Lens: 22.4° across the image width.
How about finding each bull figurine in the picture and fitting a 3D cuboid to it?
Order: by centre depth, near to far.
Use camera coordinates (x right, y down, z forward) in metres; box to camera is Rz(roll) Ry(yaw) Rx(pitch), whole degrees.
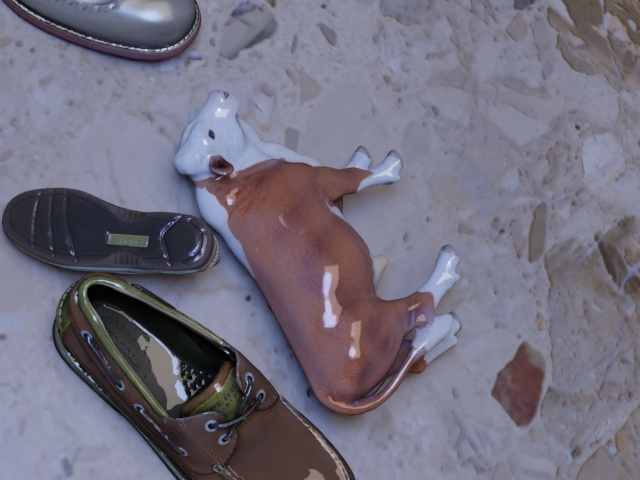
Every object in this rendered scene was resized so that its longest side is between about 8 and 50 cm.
[{"bbox_3d":[0.000,0.000,1.421,0.188,0.101,0.310,-22,80,-23],"label":"bull figurine"}]

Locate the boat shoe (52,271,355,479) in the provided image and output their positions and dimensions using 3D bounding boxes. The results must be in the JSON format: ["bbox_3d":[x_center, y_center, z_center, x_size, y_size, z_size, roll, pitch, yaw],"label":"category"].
[{"bbox_3d":[-0.095,0.142,1.346,0.307,0.104,0.110,35,67,-3],"label":"boat shoe"}]

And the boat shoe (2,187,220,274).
[{"bbox_3d":[-0.178,0.003,1.390,0.190,0.072,0.068,13,79,12],"label":"boat shoe"}]

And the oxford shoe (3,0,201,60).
[{"bbox_3d":[-0.253,-0.285,1.424,0.348,0.130,0.123,33,67,-4],"label":"oxford shoe"}]
